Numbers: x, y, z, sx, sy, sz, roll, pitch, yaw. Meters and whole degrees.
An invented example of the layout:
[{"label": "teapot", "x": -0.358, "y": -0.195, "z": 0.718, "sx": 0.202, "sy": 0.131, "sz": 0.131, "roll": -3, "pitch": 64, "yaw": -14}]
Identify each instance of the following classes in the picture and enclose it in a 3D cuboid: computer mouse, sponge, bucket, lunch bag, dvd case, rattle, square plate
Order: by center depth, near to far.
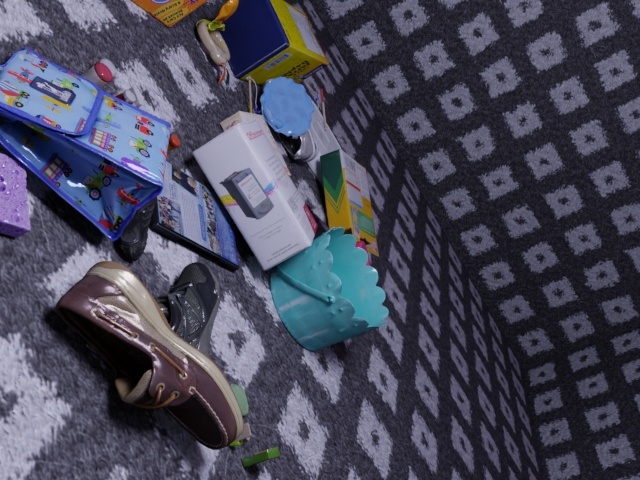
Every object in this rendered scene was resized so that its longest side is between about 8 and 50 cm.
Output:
[{"label": "sponge", "x": -0.476, "y": -0.087, "z": 0.821, "sx": 0.210, "sy": 0.031, "sz": 0.117, "roll": 31, "pitch": 38, "yaw": -56}, {"label": "lunch bag", "x": -0.397, "y": -0.175, "z": 1.004, "sx": 0.293, "sy": 0.138, "sz": 0.221, "roll": 36, "pitch": 23, "yaw": -30}, {"label": "dvd case", "x": -0.260, "y": -0.054, "z": 1.308, "sx": 0.253, "sy": 0.022, "sz": 0.181, "roll": 36, "pitch": 34, "yaw": -52}, {"label": "bucket", "x": 0.019, "y": 0.120, "z": 1.536, "sx": 0.281, "sy": 0.183, "sz": 0.281, "roll": 50, "pitch": 23, "yaw": -32}, {"label": "computer mouse", "x": 0.000, "y": 0.000, "z": 1.757, "sx": 0.189, "sy": 0.072, "sz": 0.272, "roll": 54, "pitch": -1, "yaw": -13}, {"label": "rattle", "x": -0.251, "y": -0.542, "z": 1.764, "sx": 0.130, "sy": 0.142, "sz": 0.200, "roll": 63, "pitch": 3, "yaw": -63}, {"label": "square plate", "x": -0.016, "y": -0.362, "z": 2.222, "sx": 0.347, "sy": 0.049, "sz": 0.344, "roll": 58, "pitch": 22, "yaw": -14}]

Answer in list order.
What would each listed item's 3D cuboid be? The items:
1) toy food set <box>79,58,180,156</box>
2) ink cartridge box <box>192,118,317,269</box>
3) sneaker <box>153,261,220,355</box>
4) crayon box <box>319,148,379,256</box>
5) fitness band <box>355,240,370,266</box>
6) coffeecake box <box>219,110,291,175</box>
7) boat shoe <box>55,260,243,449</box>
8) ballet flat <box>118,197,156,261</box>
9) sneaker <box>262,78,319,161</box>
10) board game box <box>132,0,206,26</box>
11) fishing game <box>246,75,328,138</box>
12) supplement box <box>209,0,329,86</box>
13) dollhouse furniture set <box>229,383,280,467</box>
[{"label": "toy food set", "x": -0.361, "y": -0.252, "z": 1.187, "sx": 0.232, "sy": 0.104, "sz": 0.111, "roll": 67, "pitch": 21, "yaw": 9}, {"label": "ink cartridge box", "x": -0.139, "y": -0.111, "z": 1.473, "sx": 0.306, "sy": 0.131, "sz": 0.226, "roll": 58, "pitch": 11, "yaw": -8}, {"label": "sneaker", "x": -0.239, "y": 0.103, "z": 1.077, "sx": 0.130, "sy": 0.087, "sz": 0.228, "roll": 55, "pitch": 27, "yaw": -38}, {"label": "crayon box", "x": 0.094, "y": -0.110, "z": 2.078, "sx": 0.203, "sy": 0.083, "sz": 0.323, "roll": 26, "pitch": 53, "yaw": -59}, {"label": "fitness band", "x": 0.114, "y": 0.125, "z": 1.858, "sx": 0.291, "sy": 0.054, "sz": 0.209, "roll": -77, "pitch": 154, "yaw": -57}, {"label": "coffeecake box", "x": -0.168, "y": -0.238, "z": 1.682, "sx": 0.186, "sy": 0.068, "sz": 0.142, "roll": 64, "pitch": 20, "yaw": 3}, {"label": "boat shoe", "x": -0.248, "y": 0.194, "z": 0.927, "sx": 0.342, "sy": 0.123, "sz": 0.123, "roll": 57, "pitch": 35, "yaw": -16}, {"label": "ballet flat", "x": -0.324, "y": -0.036, "z": 1.120, "sx": 0.173, "sy": 0.057, "sz": 0.049, "roll": -91, "pitch": -172, "yaw": -47}, {"label": "sneaker", "x": -0.099, "y": -0.373, "z": 1.961, "sx": 0.281, "sy": 0.105, "sz": 0.115, "roll": 60, "pitch": 27, "yaw": 2}, {"label": "board game box", "x": -0.369, "y": -0.803, "z": 1.473, "sx": 0.356, "sy": 0.356, "sz": 0.357, "roll": 23, "pitch": 45, "yaw": -60}, {"label": "fishing game", "x": -0.100, "y": -0.395, "z": 1.911, "sx": 0.263, "sy": 0.041, "sz": 0.189, "roll": -2, "pitch": 80, "yaw": -32}, {"label": "supplement box", "x": -0.150, "y": -0.616, "z": 2.003, "sx": 0.194, "sy": 0.195, "sz": 0.356, "roll": 65, "pitch": 21, "yaw": 5}, {"label": "dollhouse furniture set", "x": -0.127, "y": 0.316, "z": 1.127, "sx": 0.076, "sy": 0.058, "sz": 0.152, "roll": 21, "pitch": 46, "yaw": -61}]
